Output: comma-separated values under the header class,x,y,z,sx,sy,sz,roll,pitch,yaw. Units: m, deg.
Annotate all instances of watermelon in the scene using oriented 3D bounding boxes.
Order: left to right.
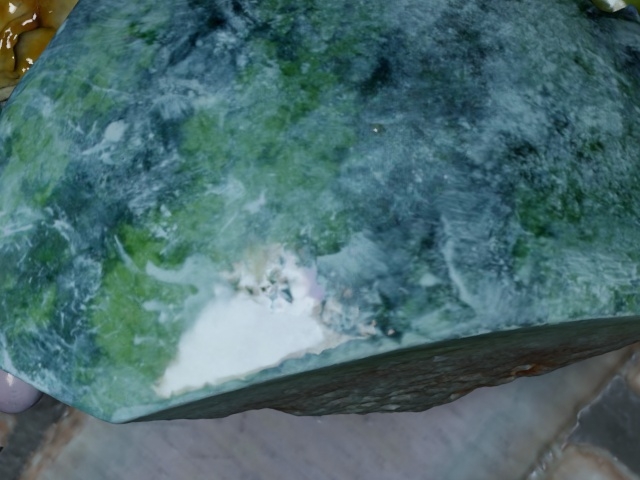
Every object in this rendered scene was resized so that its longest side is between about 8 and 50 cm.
class,x,y,z,sx,sy,sz,roll,pitch,yaw
watermelon,0.000,0.000,0.879,0.387,0.258,0.228,-6,66,-4

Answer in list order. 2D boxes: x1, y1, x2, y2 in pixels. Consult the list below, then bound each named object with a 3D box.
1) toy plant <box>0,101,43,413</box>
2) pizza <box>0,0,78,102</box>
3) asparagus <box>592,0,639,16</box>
class,x,y,z,sx,sy,sz,roll,pitch,yaw
toy plant,-0.229,-0.006,0.981,0.232,0.112,0.243,13,91,25
pizza,-0.146,-0.200,0.926,0.182,0.074,0.365,34,82,28
asparagus,0.163,-0.109,0.910,0.082,0.085,0.343,-28,92,0
